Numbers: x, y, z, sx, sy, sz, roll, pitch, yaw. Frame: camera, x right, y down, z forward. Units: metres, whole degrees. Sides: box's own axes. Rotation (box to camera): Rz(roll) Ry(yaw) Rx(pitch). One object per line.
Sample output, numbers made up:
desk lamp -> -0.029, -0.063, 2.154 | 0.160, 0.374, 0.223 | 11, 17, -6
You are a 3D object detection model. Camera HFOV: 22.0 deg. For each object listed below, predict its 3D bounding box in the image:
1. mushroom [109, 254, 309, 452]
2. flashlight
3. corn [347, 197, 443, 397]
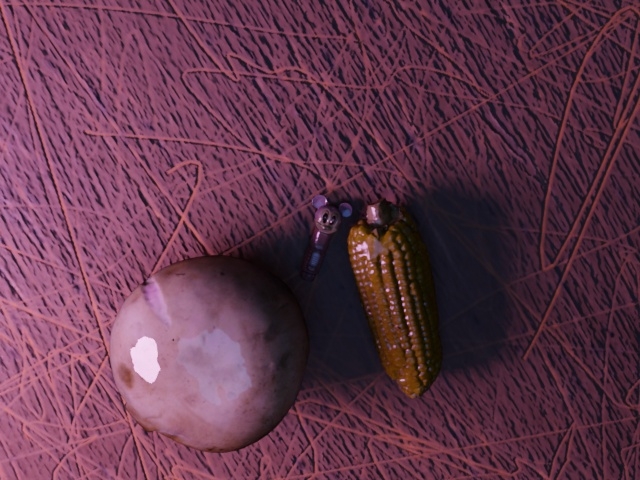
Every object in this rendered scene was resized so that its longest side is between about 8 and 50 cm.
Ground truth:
mushroom -> -0.138, 0.138, 1.993 | 0.254, 0.184, 0.255 | 1, 111, 2
flashlight -> 0.000, 0.000, 2.026 | 0.052, 0.031, 0.110 | 18, 108, -6
corn -> 0.094, 0.071, 2.020 | 0.097, 0.097, 0.262 | -11, 111, 4
